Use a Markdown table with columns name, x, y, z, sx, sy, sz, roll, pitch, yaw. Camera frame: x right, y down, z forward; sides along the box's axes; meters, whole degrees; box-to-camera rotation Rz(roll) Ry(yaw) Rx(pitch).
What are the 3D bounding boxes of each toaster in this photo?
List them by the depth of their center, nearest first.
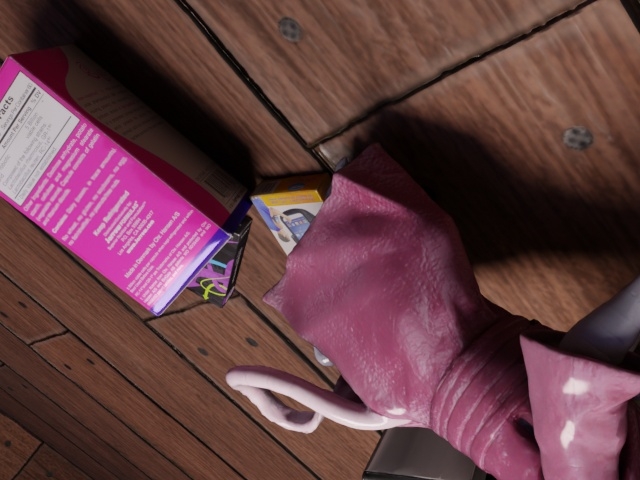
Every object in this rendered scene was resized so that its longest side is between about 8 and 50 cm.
| name | x | y | z | sx | sy | sz | roll | pitch | yaw |
| --- | --- | --- | --- | --- | --- | --- | --- | --- | --- |
| toaster | 0.156 | 0.291 | 0.751 | 0.185 | 0.110 | 0.168 | -14 | 123 | 45 |

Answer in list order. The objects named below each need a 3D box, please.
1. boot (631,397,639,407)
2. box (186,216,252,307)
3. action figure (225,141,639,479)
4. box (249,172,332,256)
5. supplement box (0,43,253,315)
| name | x | y | z | sx | sy | sz | roll | pitch | yaw |
| --- | --- | --- | --- | --- | --- | --- | --- | --- | --- |
| boot | 0.296 | 0.112 | 0.480 | 0.082 | 0.106 | 0.219 | 25 | -179 | -34 |
| box | -0.143 | 0.002 | 0.709 | 0.116 | 0.029 | 0.162 | 29 | 142 | 5 |
| action figure | 0.104 | 0.095 | 0.410 | 0.370 | 0.276 | 0.248 | 40 | 174 | 40 |
| box | 0.000 | 0.000 | 0.600 | 0.081 | 0.028 | 0.136 | -2 | 130 | 39 |
| supplement box | -0.183 | -0.057 | 0.568 | 0.220 | 0.111 | 0.114 | 41 | 110 | -9 |
